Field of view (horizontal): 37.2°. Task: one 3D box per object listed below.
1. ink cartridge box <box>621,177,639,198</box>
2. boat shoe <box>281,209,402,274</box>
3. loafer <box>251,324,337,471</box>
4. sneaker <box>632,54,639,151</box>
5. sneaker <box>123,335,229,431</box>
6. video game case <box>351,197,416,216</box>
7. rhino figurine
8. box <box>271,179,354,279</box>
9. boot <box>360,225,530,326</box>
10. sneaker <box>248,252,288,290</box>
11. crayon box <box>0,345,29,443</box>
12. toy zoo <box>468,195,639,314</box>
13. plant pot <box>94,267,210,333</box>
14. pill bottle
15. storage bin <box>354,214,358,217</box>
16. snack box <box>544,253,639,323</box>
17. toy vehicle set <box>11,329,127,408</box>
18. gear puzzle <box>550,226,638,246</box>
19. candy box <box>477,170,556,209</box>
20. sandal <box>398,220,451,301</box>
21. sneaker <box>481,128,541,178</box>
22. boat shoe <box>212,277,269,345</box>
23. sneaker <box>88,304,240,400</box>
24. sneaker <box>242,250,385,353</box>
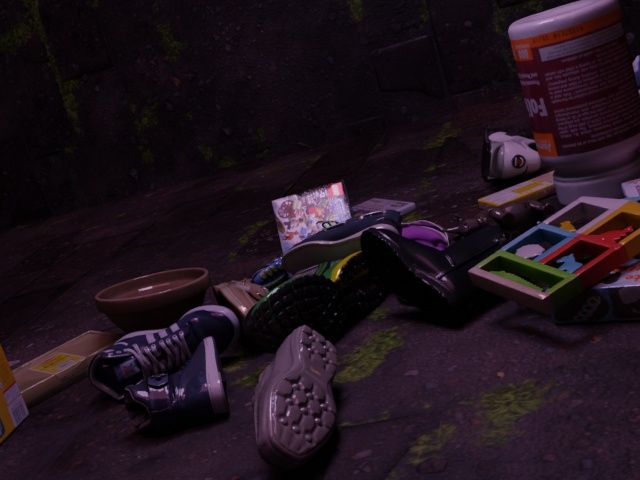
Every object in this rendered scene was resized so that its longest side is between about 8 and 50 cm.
[{"bbox_3d":[0.656,-0.089,1.798,0.145,0.045,0.179,-15,12,13],"label":"ink cartridge box"},{"bbox_3d":[0.041,0.002,1.833,0.254,0.095,0.079,-22,33,29],"label":"boat shoe"},{"bbox_3d":[-0.042,0.231,1.330,0.111,0.112,0.319,-51,5,19],"label":"loafer"},{"bbox_3d":[0.757,-0.326,2.175,0.130,0.236,0.323,-10,16,28],"label":"sneaker"},{"bbox_3d":[-0.237,0.232,1.554,0.163,0.086,0.226,-15,15,-3],"label":"sneaker"},{"bbox_3d":[0.112,-0.060,2.376,0.183,0.023,0.201,-24,16,-23],"label":"video game case"},{"bbox_3d":[0.344,-0.033,1.832,0.243,0.073,0.106,-9,12,-19],"label":"rhino figurine"},{"bbox_3d":[0.000,0.000,1.937,0.159,0.044,0.233,-17,58,4],"label":"box"},{"bbox_3d":[0.218,0.030,1.639,0.207,0.094,0.246,-26,48,-31],"label":"boot"},{"bbox_3d":[-0.081,0.050,2.096,0.188,0.067,0.078,-29,24,-29],"label":"sneaker"},{"bbox_3d":[-0.617,0.294,1.610,0.081,0.165,0.278,-14,14,14],"label":"crayon box"},{"bbox_3d":[0.396,0.005,1.465,0.293,0.030,0.192,-31,22,-16],"label":"toy zoo"},{"bbox_3d":[-0.335,0.138,1.952,0.237,0.110,0.237,-11,9,2],"label":"plant pot"},{"bbox_3d":[0.538,-0.282,1.951,0.224,0.392,0.224,-16,13,4],"label":"pill bottle"},{"bbox_3d":[0.035,0.014,2.046,0.098,0.091,0.135,-11,15,24],"label":"storage bin"},{"bbox_3d":[0.516,0.051,1.394,0.322,0.060,0.187,-7,18,36],"label":"snack box"},{"bbox_3d":[-0.529,0.258,1.907,0.267,0.035,0.166,-28,18,-37],"label":"toy vehicle set"},{"bbox_3d":[0.574,-0.024,1.630,0.339,0.044,0.175,-13,-5,-5],"label":"gear puzzle"},{"bbox_3d":[0.467,-0.110,2.130,0.206,0.027,0.105,-21,12,-13],"label":"candy box"},{"bbox_3d":[0.180,0.009,1.864,0.169,0.102,0.416,-19,16,-6],"label":"sandal"},{"bbox_3d":[0.475,-0.205,2.355,0.146,0.122,0.330,2,15,4],"label":"sneaker"},{"bbox_3d":[-0.136,0.123,1.819,0.098,0.109,0.302,-21,9,-11],"label":"boat shoe"},{"bbox_3d":[-0.285,0.202,1.692,0.282,0.099,0.153,-19,8,25],"label":"sneaker"},{"bbox_3d":[-0.025,0.122,1.690,0.146,0.134,0.343,-15,4,37],"label":"sneaker"}]
